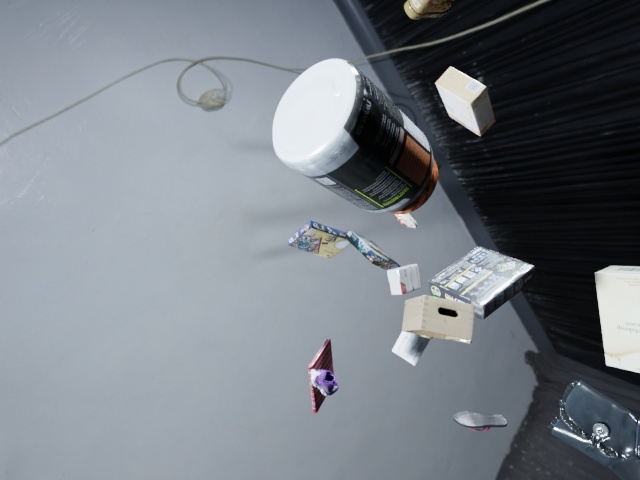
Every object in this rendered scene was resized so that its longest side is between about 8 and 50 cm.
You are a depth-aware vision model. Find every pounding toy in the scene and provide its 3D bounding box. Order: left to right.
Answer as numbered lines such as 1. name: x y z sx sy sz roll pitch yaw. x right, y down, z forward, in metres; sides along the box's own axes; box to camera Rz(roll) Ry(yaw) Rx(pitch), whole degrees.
1. pounding toy: 0.305 0.200 1.016 0.181 0.206 0.094 12 75 -5

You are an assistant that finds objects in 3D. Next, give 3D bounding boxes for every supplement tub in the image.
1. supplement tub: 0.082 -0.167 0.745 0.316 0.194 0.193 24 79 -46

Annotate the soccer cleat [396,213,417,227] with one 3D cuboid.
1. soccer cleat: 0.333 -0.128 1.668 0.196 0.068 0.076 39 79 5

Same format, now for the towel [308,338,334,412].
1. towel: 0.003 0.591 1.747 0.199 0.031 0.274 -46 138 -52

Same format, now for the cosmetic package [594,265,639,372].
1. cosmetic package: 0.970 0.239 1.227 0.113 0.160 0.308 -11 93 -29

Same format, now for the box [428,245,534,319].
1. box: 0.786 0.191 1.958 0.395 0.318 0.097 -29 119 -24

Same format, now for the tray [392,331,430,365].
1. tray: 0.490 0.527 2.110 0.030 0.145 0.270 -20 136 -60

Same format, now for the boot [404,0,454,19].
1. boot: 0.404 -0.770 1.163 0.236 0.270 0.089 -39 98 -30

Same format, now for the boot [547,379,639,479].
1. boot: 0.573 0.326 0.741 0.094 0.207 0.246 8 109 -40

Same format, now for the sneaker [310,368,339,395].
1. sneaker: 0.028 0.493 1.388 0.170 0.071 0.068 51 30 -48

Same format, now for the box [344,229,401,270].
1. box: 0.221 0.047 1.714 0.159 0.233 0.044 25 104 -36

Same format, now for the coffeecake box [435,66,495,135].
1. coffeecake box: 0.447 -0.423 1.227 0.068 0.142 0.186 -46 147 9

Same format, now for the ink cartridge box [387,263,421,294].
1. ink cartridge box: 0.329 0.151 1.561 0.135 0.056 0.099 -8 88 -44

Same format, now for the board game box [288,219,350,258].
1. board game box: 0.000 0.000 1.782 0.244 0.165 0.042 18 47 -38

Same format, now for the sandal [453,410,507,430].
1. sandal: 0.525 0.601 1.314 0.180 0.067 0.040 5 111 -6
